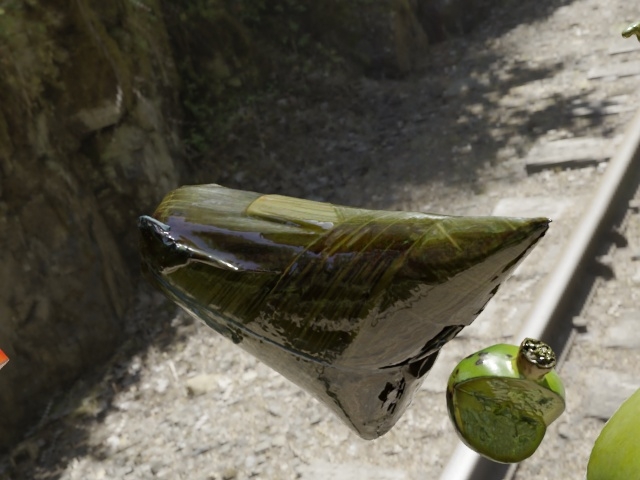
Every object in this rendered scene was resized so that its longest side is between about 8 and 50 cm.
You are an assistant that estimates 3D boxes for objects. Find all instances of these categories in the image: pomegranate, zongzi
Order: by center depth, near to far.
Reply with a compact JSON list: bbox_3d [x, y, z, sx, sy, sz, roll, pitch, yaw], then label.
[{"bbox_3d":[0.000,0.000,1.012,0.403,0.432,0.208,32,53,0],"label":"zongzi"},{"bbox_3d":[0.231,0.181,1.105,0.143,0.169,0.122,14,21,-2],"label":"pomegranate"}]

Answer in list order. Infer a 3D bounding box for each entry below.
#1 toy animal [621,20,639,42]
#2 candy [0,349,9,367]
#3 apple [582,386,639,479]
[{"bbox_3d":[0.381,-0.163,0.824,0.073,0.136,0.181,-38,19,-31],"label":"toy animal"},{"bbox_3d":[-0.434,0.158,1.063,0.122,0.062,0.038,-41,0,23],"label":"candy"},{"bbox_3d":[0.412,0.253,0.853,0.360,0.320,0.312,-15,-5,-15],"label":"apple"}]
